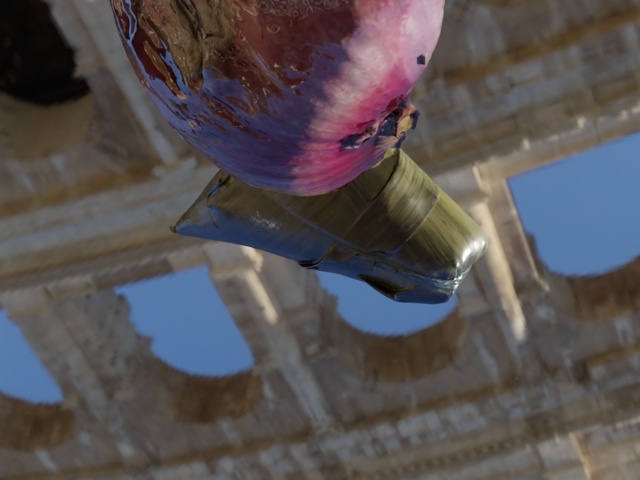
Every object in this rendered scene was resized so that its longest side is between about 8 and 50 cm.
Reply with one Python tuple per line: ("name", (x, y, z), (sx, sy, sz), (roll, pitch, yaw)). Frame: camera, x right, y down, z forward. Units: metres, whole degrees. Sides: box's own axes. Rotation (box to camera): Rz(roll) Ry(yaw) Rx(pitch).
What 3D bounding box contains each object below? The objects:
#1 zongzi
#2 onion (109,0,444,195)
("zongzi", (0.000, 0.000, 1.162), (0.242, 0.221, 0.112), (-44, -177, 39))
("onion", (-0.054, -0.159, 0.690), (0.120, 0.227, 0.284), (-10, -122, -28))
